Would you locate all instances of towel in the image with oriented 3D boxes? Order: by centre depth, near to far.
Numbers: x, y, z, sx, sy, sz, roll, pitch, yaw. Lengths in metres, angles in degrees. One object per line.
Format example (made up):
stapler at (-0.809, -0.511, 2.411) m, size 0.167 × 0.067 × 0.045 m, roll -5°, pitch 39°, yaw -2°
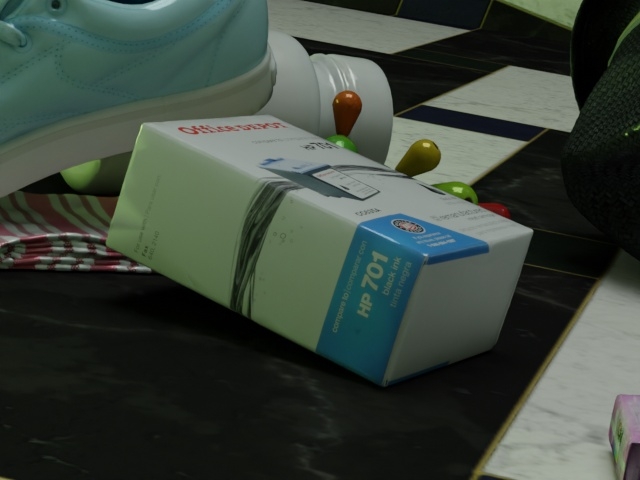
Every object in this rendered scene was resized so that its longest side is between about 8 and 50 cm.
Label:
towel at (-0.141, -0.011, 1.194) m, size 0.197 × 0.029 × 0.144 m, roll 2°, pitch 13°, yaw -32°

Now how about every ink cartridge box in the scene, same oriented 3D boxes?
ink cartridge box at (0.000, 0.000, 1.062) m, size 0.190 × 0.082 × 0.139 m, roll 27°, pitch 18°, yaw 25°

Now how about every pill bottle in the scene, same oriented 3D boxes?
pill bottle at (-0.070, -0.093, 1.388) m, size 0.229 × 0.131 × 0.131 m, roll 3°, pitch 13°, yaw -28°

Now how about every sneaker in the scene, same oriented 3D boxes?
sneaker at (-0.199, -0.120, 1.169) m, size 0.366 × 0.150 × 0.135 m, roll -21°, pitch 35°, yaw -28°

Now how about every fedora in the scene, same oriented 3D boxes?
fedora at (0.292, -0.063, 1.348) m, size 0.334 × 0.334 × 0.152 m, roll 17°, pitch 45°, yaw 35°

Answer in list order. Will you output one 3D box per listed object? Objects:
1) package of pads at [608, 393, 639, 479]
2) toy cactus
package of pads at (0.163, 0.098, 0.889) m, size 0.050 × 0.032 × 0.083 m, roll 8°, pitch 11°, yaw 2°
toy cactus at (0.000, -0.044, 1.236) m, size 0.219 × 0.112 × 0.180 m, roll 22°, pitch 7°, yaw 40°
